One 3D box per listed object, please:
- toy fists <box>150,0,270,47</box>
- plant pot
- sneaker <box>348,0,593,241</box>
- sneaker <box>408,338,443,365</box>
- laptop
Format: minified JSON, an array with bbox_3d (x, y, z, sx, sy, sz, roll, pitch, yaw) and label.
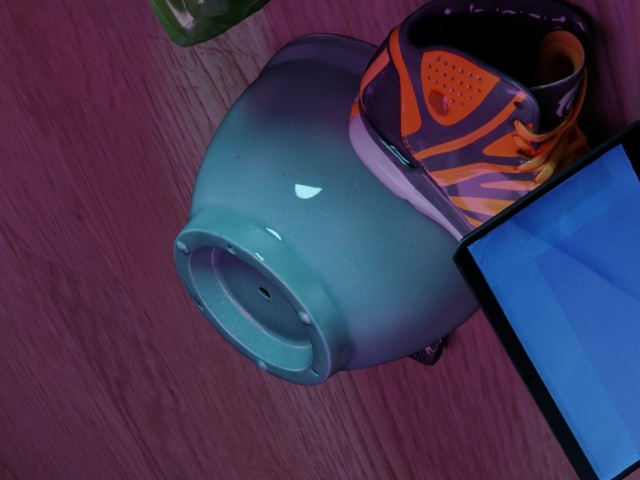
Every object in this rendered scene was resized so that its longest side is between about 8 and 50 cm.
[{"bbox_3d":[-0.047,-0.230,0.936,0.096,0.142,0.279,49,152,-7],"label":"toy fists"},{"bbox_3d":[0.000,0.000,1.126,0.293,0.196,0.293,33,151,22],"label":"plant pot"},{"bbox_3d":[0.166,-0.045,0.918,0.321,0.124,0.180,37,147,5],"label":"sneaker"},{"bbox_3d":[0.042,0.090,1.317,0.178,0.077,0.072,23,147,34],"label":"sneaker"},{"bbox_3d":[0.264,0.042,0.841,0.264,0.136,0.234,-7,124,44],"label":"laptop"}]
